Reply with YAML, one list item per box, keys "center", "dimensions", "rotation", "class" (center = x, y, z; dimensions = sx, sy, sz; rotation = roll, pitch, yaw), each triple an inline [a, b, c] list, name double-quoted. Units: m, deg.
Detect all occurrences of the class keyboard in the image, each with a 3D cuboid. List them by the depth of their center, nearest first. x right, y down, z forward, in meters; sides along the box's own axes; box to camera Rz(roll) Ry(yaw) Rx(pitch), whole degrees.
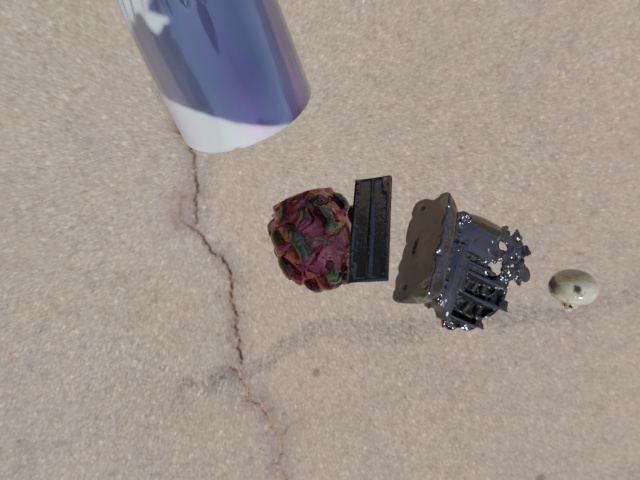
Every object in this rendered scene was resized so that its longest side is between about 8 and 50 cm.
- center: [0.077, -0.022, 0.843]
  dimensions: [0.063, 0.198, 0.010]
  rotation: [-5, 143, 17]
  class: "keyboard"

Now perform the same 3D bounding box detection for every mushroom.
- center: [0.459, 0.096, 1.013]
  dimensions: [0.085, 0.085, 0.079]
  rotation: [-10, 117, -8]
  class: "mushroom"

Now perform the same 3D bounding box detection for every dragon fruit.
- center: [0.000, 0.000, 0.957]
  dimensions: [0.166, 0.160, 0.172]
  rotation: [-16, 88, -5]
  class: "dragon fruit"

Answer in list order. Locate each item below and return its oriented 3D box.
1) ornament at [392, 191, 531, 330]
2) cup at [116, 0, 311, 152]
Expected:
- center: [0.286, 0.057, 1.059]
  dimensions: [0.260, 0.106, 0.251]
  rotation: [28, 67, -21]
  class: "ornament"
- center: [-0.184, -0.348, 0.923]
  dimensions: [0.253, 0.253, 0.372]
  rotation: [-27, 132, -4]
  class: "cup"
